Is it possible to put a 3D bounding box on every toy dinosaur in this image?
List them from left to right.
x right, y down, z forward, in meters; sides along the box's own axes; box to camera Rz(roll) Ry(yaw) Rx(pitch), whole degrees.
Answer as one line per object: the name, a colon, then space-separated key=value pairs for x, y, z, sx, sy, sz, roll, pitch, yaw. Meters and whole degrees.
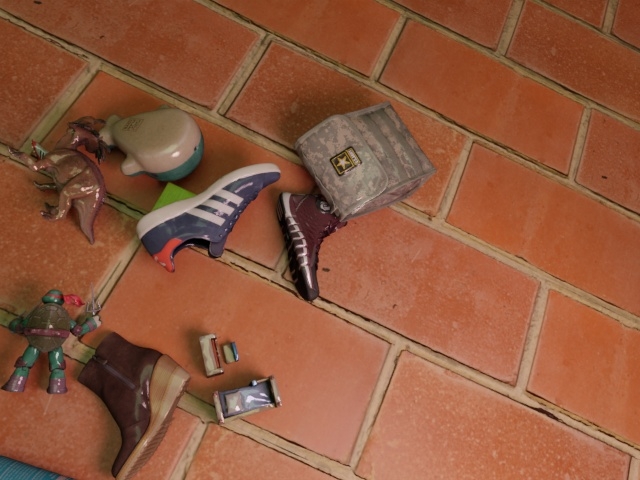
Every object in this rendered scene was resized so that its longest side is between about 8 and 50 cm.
toy dinosaur: x=-0.538 y=-0.148 z=1.085 sx=0.200 sy=0.127 sz=0.295 roll=-26 pitch=88 yaw=-16

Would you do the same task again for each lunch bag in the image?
lunch bag: x=0.103 y=-0.194 z=1.217 sx=0.287 sy=0.169 sz=0.235 roll=-24 pitch=77 yaw=-30

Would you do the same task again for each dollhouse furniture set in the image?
dollhouse furniture set: x=-0.172 y=0.277 z=1.022 sx=0.130 sy=0.129 sz=0.183 roll=-13 pitch=73 yaw=-16

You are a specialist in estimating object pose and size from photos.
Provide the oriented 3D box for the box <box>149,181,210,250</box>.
box: x=-0.306 y=-0.053 z=1.161 sx=0.178 sy=0.042 sz=0.109 roll=25 pitch=68 yaw=-4

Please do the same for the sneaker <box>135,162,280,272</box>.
sneaker: x=-0.223 y=-0.048 z=1.095 sx=0.350 sy=0.131 sz=0.148 roll=-30 pitch=87 yaw=-14

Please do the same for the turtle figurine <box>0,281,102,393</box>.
turtle figurine: x=-0.554 y=0.187 z=0.986 sx=0.175 sy=0.118 sz=0.234 roll=8 pitch=74 yaw=-9

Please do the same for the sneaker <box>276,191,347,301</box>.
sneaker: x=0.000 y=0.000 z=1.177 sx=0.163 sy=0.106 sz=0.281 roll=-9 pitch=72 yaw=-18

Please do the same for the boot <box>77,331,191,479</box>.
boot: x=-0.407 y=0.334 z=0.992 sx=0.207 sy=0.090 sz=0.248 roll=23 pitch=68 yaw=10

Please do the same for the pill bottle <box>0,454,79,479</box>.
pill bottle: x=-0.558 y=0.471 z=0.859 sx=0.264 sy=0.146 sz=0.146 roll=21 pitch=67 yaw=-4

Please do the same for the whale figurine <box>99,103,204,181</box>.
whale figurine: x=-0.409 y=-0.230 z=1.174 sx=0.272 sy=0.141 sz=0.216 roll=11 pitch=63 yaw=18

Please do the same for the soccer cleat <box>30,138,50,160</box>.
soccer cleat: x=-0.657 y=-0.206 z=1.151 sx=0.036 sy=0.029 sz=0.083 roll=-26 pitch=81 yaw=-29
